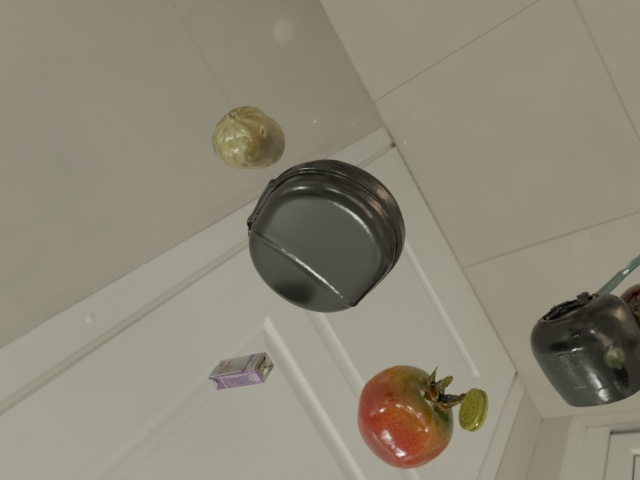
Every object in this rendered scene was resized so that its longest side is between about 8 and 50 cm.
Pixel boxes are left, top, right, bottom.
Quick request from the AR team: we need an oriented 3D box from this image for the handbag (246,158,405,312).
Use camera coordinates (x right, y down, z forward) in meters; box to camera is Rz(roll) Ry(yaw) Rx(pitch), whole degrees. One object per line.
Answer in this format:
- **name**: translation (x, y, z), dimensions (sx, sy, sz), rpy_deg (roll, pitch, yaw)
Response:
- **handbag**: translation (0.000, 0.001, 0.911), dimensions (0.253, 0.093, 0.308), rpy_deg (34, 133, -4)

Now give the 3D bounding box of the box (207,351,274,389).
- **box**: translation (-0.145, 0.238, 0.973), dimensions (0.117, 0.051, 0.036), rpy_deg (-17, 111, 29)

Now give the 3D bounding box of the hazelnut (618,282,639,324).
- **hazelnut**: translation (0.893, 0.233, 1.458), dimensions (0.217, 0.218, 0.234), rpy_deg (-9, 82, 36)

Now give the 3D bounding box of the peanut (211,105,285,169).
- **peanut**: translation (-0.144, -0.208, 1.099), dimensions (0.129, 0.224, 0.129), rpy_deg (1, 95, 10)

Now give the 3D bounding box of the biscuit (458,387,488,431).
- **biscuit**: translation (0.298, 0.330, 1.044), dimensions (0.023, 0.084, 0.084), rpy_deg (20, 127, -6)

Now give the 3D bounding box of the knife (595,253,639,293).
- **knife**: translation (0.824, 0.092, 1.459), dimensions (0.028, 0.210, 0.015), rpy_deg (52, 172, -12)

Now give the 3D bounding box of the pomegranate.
- **pomegranate**: translation (0.205, 0.384, 1.202), dimensions (0.256, 0.221, 0.221), rpy_deg (-36, 91, 25)

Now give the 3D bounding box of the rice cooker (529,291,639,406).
- **rice cooker**: translation (0.667, 0.262, 1.326), dimensions (0.267, 0.267, 0.225), rpy_deg (-34, 82, 40)
